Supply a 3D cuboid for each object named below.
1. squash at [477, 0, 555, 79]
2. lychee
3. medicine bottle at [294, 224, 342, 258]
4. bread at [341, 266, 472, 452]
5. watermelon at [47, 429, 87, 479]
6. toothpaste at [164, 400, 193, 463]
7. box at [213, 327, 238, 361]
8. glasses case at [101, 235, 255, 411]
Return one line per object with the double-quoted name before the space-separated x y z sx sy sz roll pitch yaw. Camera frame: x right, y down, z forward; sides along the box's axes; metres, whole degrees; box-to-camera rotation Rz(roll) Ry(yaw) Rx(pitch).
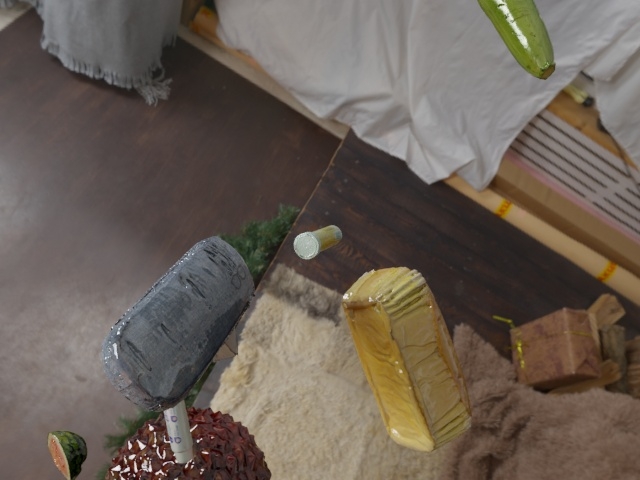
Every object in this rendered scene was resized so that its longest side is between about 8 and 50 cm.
"squash" 0.289 -0.325 0.740 0.067 0.066 0.200 -13 73 -27
"lychee" -0.320 0.645 1.218 0.425 0.424 0.500 3 29 -21
"medicine bottle" 0.000 0.000 1.444 0.073 0.074 0.218 52 22 7
"bread" 0.135 0.187 0.799 0.119 0.153 0.287 -23 95 -34
"watermelon" -0.630 0.520 1.259 0.163 0.086 0.069 27 25 38
"toothpaste" -0.230 0.239 0.773 0.033 0.052 0.217 -21 104 -58
"box" -0.329 0.206 1.487 0.106 0.203 0.251 -13 56 4
"glasses case" -0.158 0.086 0.610 0.109 0.067 0.282 53 24 -13
